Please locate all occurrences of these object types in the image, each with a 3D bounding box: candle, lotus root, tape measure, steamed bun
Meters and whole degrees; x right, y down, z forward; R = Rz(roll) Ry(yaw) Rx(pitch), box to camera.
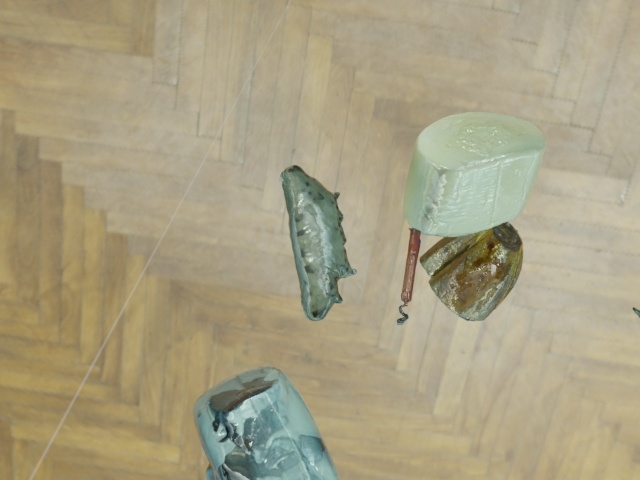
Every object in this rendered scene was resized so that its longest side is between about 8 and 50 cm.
[{"bbox_3d":[0.148,0.061,1.434,0.021,0.168,0.026,-3,156,32],"label":"candle"},{"bbox_3d":[0.325,0.043,1.784,0.188,0.199,0.180,46,124,14],"label":"lotus root"},{"bbox_3d":[-0.067,0.290,1.090,0.147,0.275,0.256,-22,74,-13],"label":"tape measure"},{"bbox_3d":[0.261,-0.119,1.535,0.250,0.155,0.200,-11,135,-18],"label":"steamed bun"}]

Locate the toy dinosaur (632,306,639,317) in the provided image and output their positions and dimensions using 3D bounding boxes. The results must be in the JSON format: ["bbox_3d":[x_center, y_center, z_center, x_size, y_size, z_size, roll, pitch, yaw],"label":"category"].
[{"bbox_3d":[0.719,0.099,1.695,0.178,0.087,0.187,31,116,-20],"label":"toy dinosaur"}]

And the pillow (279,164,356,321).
[{"bbox_3d":[0.000,-0.001,1.313,0.093,0.051,0.241,-8,80,-16],"label":"pillow"}]
